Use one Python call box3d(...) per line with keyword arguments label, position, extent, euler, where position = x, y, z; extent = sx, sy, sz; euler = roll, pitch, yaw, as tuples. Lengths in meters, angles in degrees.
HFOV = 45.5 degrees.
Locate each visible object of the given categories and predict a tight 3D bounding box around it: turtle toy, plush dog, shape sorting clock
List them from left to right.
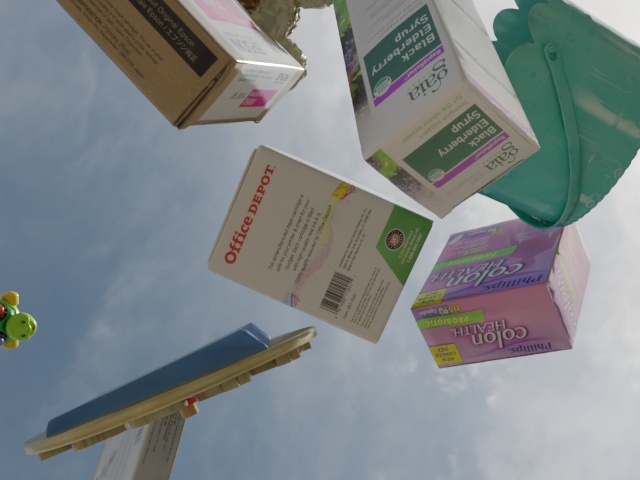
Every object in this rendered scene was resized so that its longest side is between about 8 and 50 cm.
box3d(label="turtle toy", position=(-0.506, 0.129, 1.198), extent=(0.130, 0.066, 0.095), euler=(3, -83, 6))
box3d(label="shape sorting clock", position=(-0.097, 0.102, 0.523), extent=(0.206, 0.206, 0.040), euler=(-24, -93, -21))
box3d(label="plush dog", position=(-0.121, -0.411, 1.347), extent=(0.211, 0.225, 0.262), euler=(15, -78, -36))

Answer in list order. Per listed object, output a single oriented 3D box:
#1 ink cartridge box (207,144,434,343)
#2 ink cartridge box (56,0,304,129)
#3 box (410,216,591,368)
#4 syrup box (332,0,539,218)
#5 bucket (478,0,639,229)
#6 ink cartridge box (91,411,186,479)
box3d(label="ink cartridge box", position=(0.000, 0.000, 1.149), extent=(0.278, 0.117, 0.201), euler=(24, -81, 1))
box3d(label="ink cartridge box", position=(-0.135, -0.211, 0.764), extent=(0.193, 0.235, 0.088), euler=(46, -73, 2))
box3d(label="box", position=(0.289, 0.070, 1.198), extent=(0.117, 0.214, 0.243), euler=(63, -145, -18))
box3d(label="syrup box", position=(0.084, -0.142, 0.623), extent=(0.096, 0.093, 0.236), euler=(33, -146, -32))
box3d(label="bucket", position=(0.269, -0.159, 0.940), extent=(0.183, 0.281, 0.281), euler=(27, -104, -3))
box3d(label="ink cartridge box", position=(-0.298, 0.385, 1.149), extent=(0.060, 0.239, 0.275), euler=(26, -130, -19))
